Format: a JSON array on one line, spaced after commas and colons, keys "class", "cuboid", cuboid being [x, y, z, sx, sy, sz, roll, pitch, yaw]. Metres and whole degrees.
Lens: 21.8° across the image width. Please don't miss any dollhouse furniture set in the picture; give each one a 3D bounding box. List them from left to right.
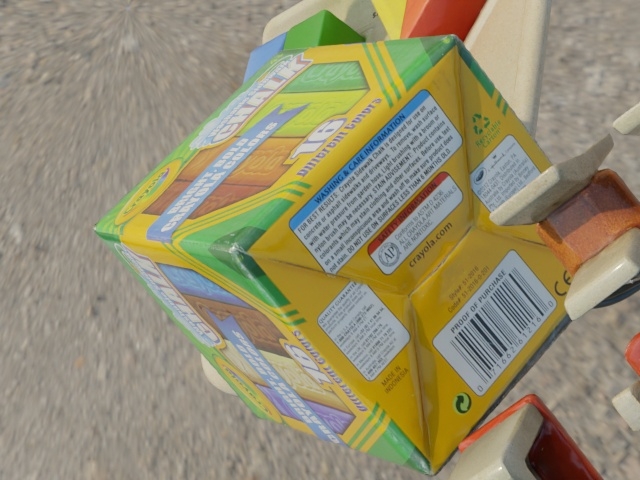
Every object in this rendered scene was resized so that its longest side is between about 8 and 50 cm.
[{"class": "dollhouse furniture set", "cuboid": [0.186, 0.073, 0.805, 0.259, 0.135, 0.262, -39, 86, 29]}]

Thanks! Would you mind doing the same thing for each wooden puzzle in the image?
[{"class": "wooden puzzle", "cuboid": [0.028, -0.083, 1.250, 0.080, 0.322, 0.347, 30, 53, -34]}]

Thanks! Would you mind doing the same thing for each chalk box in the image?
[{"class": "chalk box", "cuboid": [0.000, 0.000, 1.010, 0.180, 0.289, 0.179, -46, 112, -18]}]

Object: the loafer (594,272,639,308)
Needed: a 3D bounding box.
[{"class": "loafer", "cuboid": [0.340, 0.003, 1.768, 0.220, 0.078, 0.080, -21, 61, -8]}]
